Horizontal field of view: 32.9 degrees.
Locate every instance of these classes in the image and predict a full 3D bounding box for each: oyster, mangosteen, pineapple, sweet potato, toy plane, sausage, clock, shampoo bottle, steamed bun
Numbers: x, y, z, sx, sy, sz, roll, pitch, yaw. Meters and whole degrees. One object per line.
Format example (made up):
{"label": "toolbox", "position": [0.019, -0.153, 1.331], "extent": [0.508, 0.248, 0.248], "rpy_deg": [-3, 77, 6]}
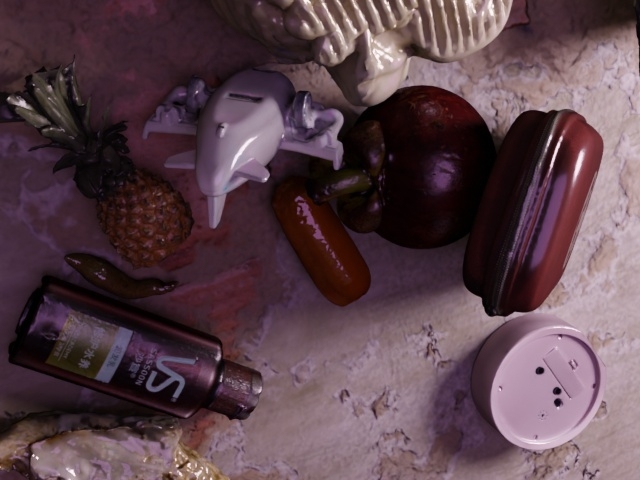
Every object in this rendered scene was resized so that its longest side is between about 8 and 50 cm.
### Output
{"label": "oyster", "position": [-0.278, 0.274, 1.397], "extent": [0.341, 0.166, 0.110], "rpy_deg": [7, 80, -10]}
{"label": "mangosteen", "position": [0.098, -0.090, 1.392], "extent": [0.257, 0.215, 0.215], "rpy_deg": [-8, 107, -17]}
{"label": "pineapple", "position": [-0.274, -0.090, 1.316], "extent": [0.130, 0.119, 0.277], "rpy_deg": [-35, 114, 2]}
{"label": "sweet potato", "position": [-0.261, 0.051, 1.403], "extent": [0.153, 0.038, 0.041], "rpy_deg": [19, 121, -24]}
{"label": "toy plane", "position": [-0.094, -0.128, 1.315], "extent": [0.252, 0.252, 0.118], "rpy_deg": [-11, 129, -16]}
{"label": "sausage", "position": [0.000, 0.000, 1.460], "extent": [0.076, 0.076, 0.198], "rpy_deg": [-34, 111, -8]}
{"label": "clock", "position": [0.328, 0.212, 1.634], "extent": [0.196, 0.068, 0.197], "rpy_deg": [-5, 106, -18]}
{"label": "shampoo bottle", "position": [-0.232, 0.155, 1.416], "extent": [0.323, 0.084, 0.129], "rpy_deg": [25, 98, -24]}
{"label": "steamed bun", "position": [0.046, -0.348, 1.294], "extent": [0.352, 0.247, 0.339], "rpy_deg": [-41, 129, 6]}

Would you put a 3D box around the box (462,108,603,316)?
{"label": "box", "position": [0.282, -0.040, 1.393], "extent": [0.108, 0.404, 0.263], "rpy_deg": [19, 100, 15]}

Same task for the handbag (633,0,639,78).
{"label": "handbag", "position": [0.480, -0.433, 1.414], "extent": [0.316, 0.180, 0.416], "rpy_deg": [-40, 118, -27]}
